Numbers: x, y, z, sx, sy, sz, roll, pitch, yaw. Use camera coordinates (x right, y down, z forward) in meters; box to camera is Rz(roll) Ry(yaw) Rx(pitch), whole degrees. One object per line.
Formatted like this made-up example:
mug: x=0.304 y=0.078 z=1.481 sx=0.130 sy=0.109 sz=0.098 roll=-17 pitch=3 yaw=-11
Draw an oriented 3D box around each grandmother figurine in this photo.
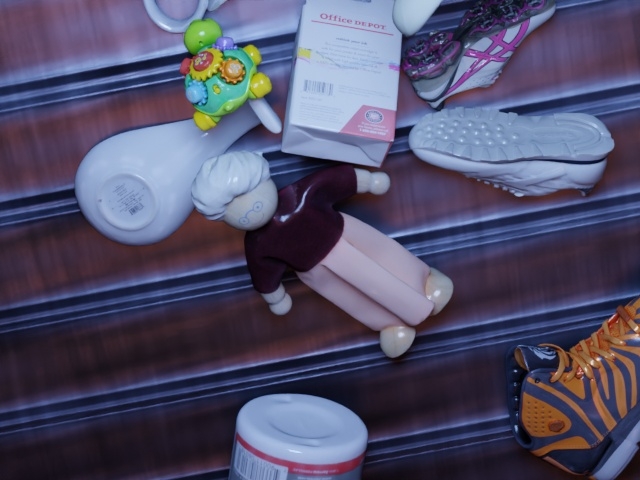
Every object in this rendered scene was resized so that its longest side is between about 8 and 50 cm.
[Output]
grandmother figurine: x=0.000 y=0.000 z=1.369 sx=0.342 sy=0.104 sz=0.207 roll=31 pitch=96 yaw=-32

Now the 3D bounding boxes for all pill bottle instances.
pill bottle: x=-0.041 y=0.347 z=1.492 sx=0.161 sy=0.161 sz=0.283 roll=7 pitch=108 yaw=-5

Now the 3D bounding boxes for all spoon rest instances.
spoon rest: x=-0.162 y=-0.090 z=1.401 sx=0.276 sy=0.084 sz=0.137 roll=-29 pitch=106 yaw=20

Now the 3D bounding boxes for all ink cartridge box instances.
ink cartridge box: x=0.026 y=-0.188 z=1.344 sx=0.115 sy=0.067 sz=0.198 roll=10 pitch=64 yaw=-6

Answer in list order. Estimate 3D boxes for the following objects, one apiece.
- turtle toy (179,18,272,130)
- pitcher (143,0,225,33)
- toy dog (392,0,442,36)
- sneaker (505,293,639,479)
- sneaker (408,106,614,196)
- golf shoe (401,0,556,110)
turtle toy: x=-0.114 y=-0.186 z=1.309 sx=0.095 sy=0.130 sz=0.066 roll=-31 pitch=139 yaw=13
pitcher: x=-0.160 y=-0.332 z=1.301 sx=0.178 sy=0.125 sz=0.207 roll=-32 pitch=118 yaw=23
toy dog: x=0.001 y=-0.436 z=1.077 sx=0.408 sy=0.284 sz=0.395 roll=29 pitch=135 yaw=-10
sneaker: x=0.336 y=0.139 z=1.464 sx=0.180 sy=0.124 sz=0.321 roll=22 pitch=105 yaw=-10
sneaker: x=0.216 y=-0.092 z=1.403 sx=0.235 sy=0.090 sz=0.094 roll=5 pitch=141 yaw=-3
golf shoe: x=0.186 y=-0.220 z=1.380 sx=0.186 sy=0.067 sz=0.086 roll=-29 pitch=129 yaw=9
